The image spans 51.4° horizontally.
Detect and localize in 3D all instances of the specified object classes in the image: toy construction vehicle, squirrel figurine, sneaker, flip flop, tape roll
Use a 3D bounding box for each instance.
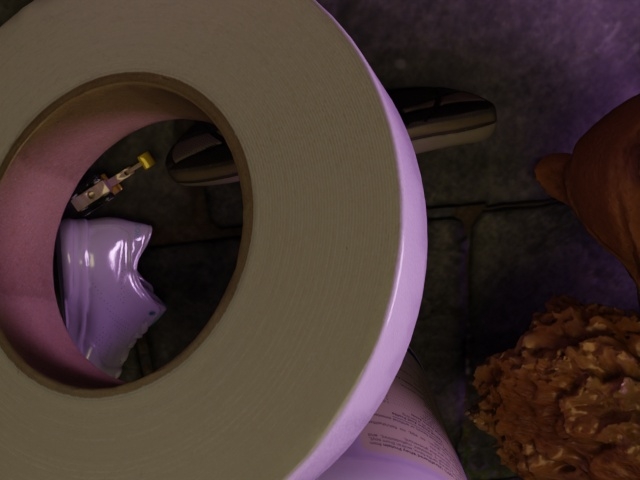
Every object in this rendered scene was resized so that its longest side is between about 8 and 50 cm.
[{"bbox_3d":[-0.204,-0.072,0.573,0.098,0.035,0.086,-34,100,6],"label":"toy construction vehicle"},{"bbox_3d":[0.312,0.077,0.547,0.397,0.281,0.370,-43,102,3],"label":"squirrel figurine"},{"bbox_3d":[-0.190,0.080,0.617,0.094,0.080,0.212,-5,118,-26],"label":"sneaker"},{"bbox_3d":[0.010,-0.073,0.558,0.277,0.112,0.080,-9,124,-7],"label":"flip flop"},{"bbox_3d":[-0.123,-0.002,0.447,0.391,0.072,0.392,-4,78,20],"label":"tape roll"}]

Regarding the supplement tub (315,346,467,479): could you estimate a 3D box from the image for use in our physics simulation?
[{"bbox_3d":[0.006,0.223,0.551,0.235,0.325,0.236,-2,113,-4],"label":"supplement tub"}]
